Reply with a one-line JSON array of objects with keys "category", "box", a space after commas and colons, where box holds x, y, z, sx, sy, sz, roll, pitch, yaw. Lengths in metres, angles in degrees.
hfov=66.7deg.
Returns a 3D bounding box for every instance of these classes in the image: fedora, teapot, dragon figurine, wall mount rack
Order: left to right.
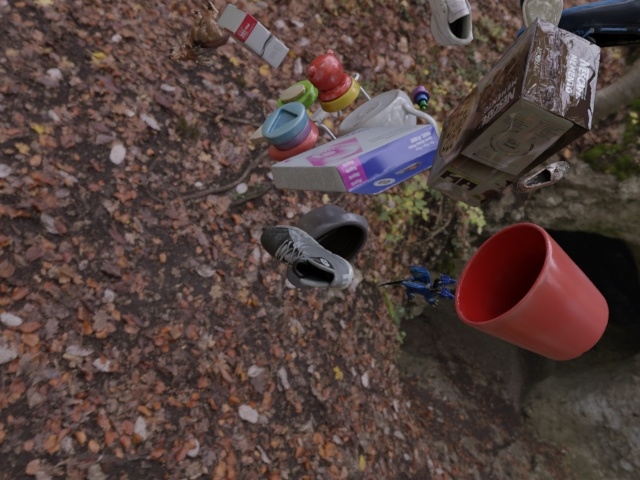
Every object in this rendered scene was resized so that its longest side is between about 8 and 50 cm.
[{"category": "fedora", "box": [0.000, 0.000, 1.391, 0.243, 0.275, 0.124, 33, 18, -53]}, {"category": "wall mount rack", "box": [0.037, -0.456, 1.829, 0.130, 0.304, 0.350, 45, 78, -22]}, {"category": "teapot", "box": [0.193, -0.316, 1.459, 0.187, 0.252, 0.256, 54, 8, -22]}, {"category": "dragon figurine", "box": [0.320, 0.141, 1.610, 0.085, 0.289, 0.144, -57, 144, -22]}]

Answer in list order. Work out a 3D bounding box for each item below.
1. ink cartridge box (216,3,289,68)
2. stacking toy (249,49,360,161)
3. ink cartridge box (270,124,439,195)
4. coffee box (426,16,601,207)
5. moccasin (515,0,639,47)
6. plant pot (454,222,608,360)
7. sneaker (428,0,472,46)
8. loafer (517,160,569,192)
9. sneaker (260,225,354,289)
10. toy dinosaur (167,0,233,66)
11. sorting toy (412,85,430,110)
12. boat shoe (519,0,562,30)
[{"category": "ink cartridge box", "box": [-0.151, -0.456, 1.090, 0.135, 0.056, 0.099, 26, 13, -46]}, {"category": "stacking toy", "box": [-0.080, -0.378, 1.331, 0.309, 0.279, 0.130, -53, 133, -14]}, {"category": "ink cartridge box", "box": [0.106, -0.195, 1.117, 0.324, 0.330, 0.072, -29, 114, -34]}, {"category": "coffee box", "box": [0.316, -0.200, 0.838, 0.118, 0.297, 0.168, 23, 68, -7]}, {"category": "moccasin", "box": [0.639, -0.486, 1.147, 0.137, 0.341, 0.117, -5, 93, -52]}, {"category": "plant pot", "box": [0.493, 0.135, 1.118, 0.243, 0.275, 0.275, 33, 40, -14]}, {"category": "sneaker", "box": [0.330, -0.646, 1.249, 0.305, 0.114, 0.152, 59, 5, -33]}, {"category": "loafer", "box": [0.521, -0.147, 1.129, 0.045, 0.125, 0.039, 64, 4, 6]}, {"category": "sneaker", "box": [-0.047, 0.032, 0.998, 0.228, 0.086, 0.132, 25, 11, 19]}, {"category": "toy dinosaur", "box": [-0.411, -0.750, 1.802, 0.127, 0.295, 0.201, 30, 52, -54]}, {"category": "sorting toy", "box": [0.289, -0.464, 1.959, 0.127, 0.365, 0.126, 32, 42, -33]}, {"category": "boat shoe", "box": [0.443, -0.494, 0.991, 0.065, 0.075, 0.206, 23, 64, -75]}]
